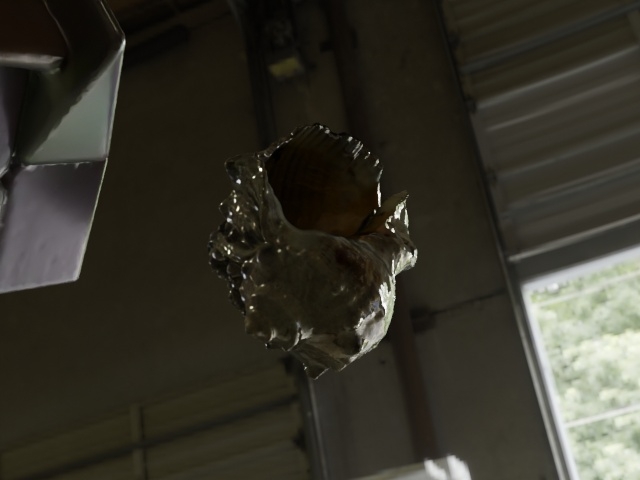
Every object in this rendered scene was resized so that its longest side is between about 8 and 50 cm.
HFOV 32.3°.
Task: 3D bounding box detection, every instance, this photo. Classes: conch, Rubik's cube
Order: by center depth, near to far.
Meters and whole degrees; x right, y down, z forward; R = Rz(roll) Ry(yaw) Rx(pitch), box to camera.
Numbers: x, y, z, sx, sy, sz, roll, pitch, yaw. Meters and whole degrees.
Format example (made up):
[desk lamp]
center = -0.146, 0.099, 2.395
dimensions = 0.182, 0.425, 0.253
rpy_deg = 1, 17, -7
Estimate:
[Rubik's cube]
center = -0.312, -0.123, 0.731
dimensions = 0.358, 0.387, 0.368
rpy_deg = -12, -57, -54
[conch]
center = 0.000, 0.000, 0.881
dimensions = 0.163, 0.245, 0.178
rpy_deg = 5, -63, 35
